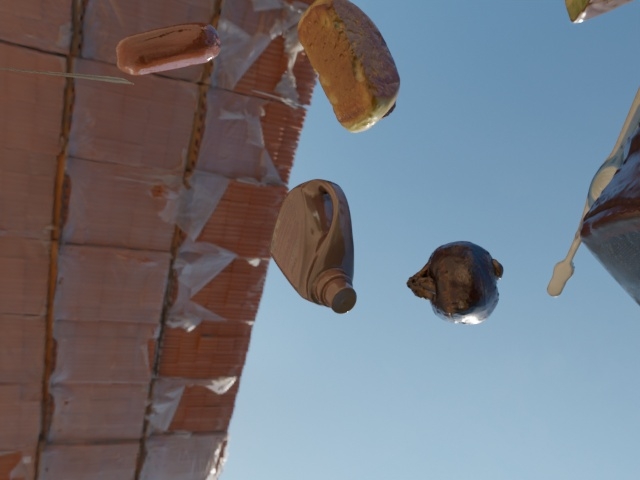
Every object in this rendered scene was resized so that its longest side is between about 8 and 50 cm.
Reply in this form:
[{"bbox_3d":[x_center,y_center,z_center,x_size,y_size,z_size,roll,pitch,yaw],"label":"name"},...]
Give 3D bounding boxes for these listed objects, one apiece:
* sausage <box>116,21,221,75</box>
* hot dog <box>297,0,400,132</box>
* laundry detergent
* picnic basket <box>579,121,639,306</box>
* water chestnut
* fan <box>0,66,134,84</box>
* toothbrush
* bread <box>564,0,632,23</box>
[{"bbox_3d":[-0.282,-0.355,0.919,0.077,0.194,0.077,167,-90,-85],"label":"sausage"},{"bbox_3d":[0.107,-0.534,1.508,0.185,0.223,0.404,-28,-94,48],"label":"hot dog"},{"bbox_3d":[0.000,0.000,0.750,0.237,0.076,0.171,45,-61,60],"label":"laundry detergent"},{"bbox_3d":[0.363,0.026,0.421,0.129,0.296,0.222,-41,177,-5],"label":"picnic basket"},{"bbox_3d":[0.346,0.116,1.289,0.224,0.239,0.223,-6,90,-86],"label":"water chestnut"},{"bbox_3d":[-0.343,-0.145,0.401,0.233,0.415,0.012,32,-63,34],"label":"fan"},{"bbox_3d":[0.400,-0.088,0.690,0.040,0.040,0.385,-127,-135,-56],"label":"toothbrush"},{"bbox_3d":[0.391,-0.336,0.623,0.084,0.140,0.073,92,-12,-73],"label":"bread"}]
